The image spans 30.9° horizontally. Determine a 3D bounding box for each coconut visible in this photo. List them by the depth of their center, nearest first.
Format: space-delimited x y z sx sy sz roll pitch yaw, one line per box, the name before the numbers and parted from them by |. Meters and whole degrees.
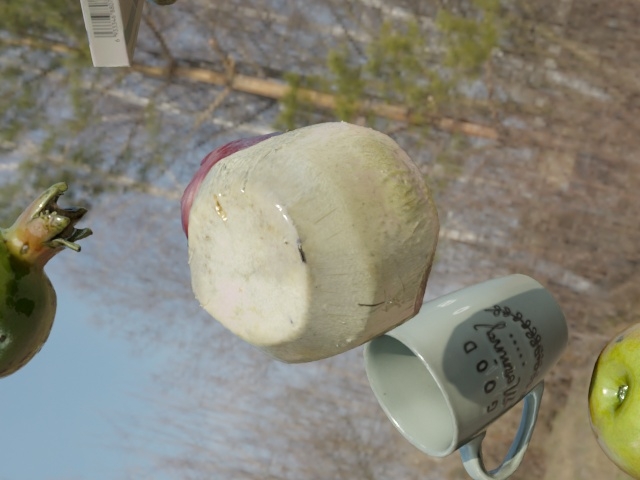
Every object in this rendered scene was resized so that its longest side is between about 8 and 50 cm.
coconut | -0.001 -0.002 1.101 0.230 0.227 0.227 -20 -53 -49

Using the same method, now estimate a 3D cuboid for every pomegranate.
pomegranate | -0.429 0.070 1.549 0.231 0.285 0.231 -18 -90 -90

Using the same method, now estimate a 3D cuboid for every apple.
apple | 0.388 0.180 1.276 0.196 0.195 0.196 14 -90 -80

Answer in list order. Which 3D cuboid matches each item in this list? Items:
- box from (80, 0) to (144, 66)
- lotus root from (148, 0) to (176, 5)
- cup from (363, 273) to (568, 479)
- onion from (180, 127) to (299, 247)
box | -0.331 -0.459 1.877 0.343 0.065 0.200 -90 -2 -46
lotus root | -0.206 -0.368 1.396 0.081 0.089 0.179 -115 15 -49
cup | 0.218 0.186 1.542 0.186 0.234 0.258 -14 100 64
onion | -0.044 -0.068 1.453 0.120 0.227 0.284 -54 17 45
